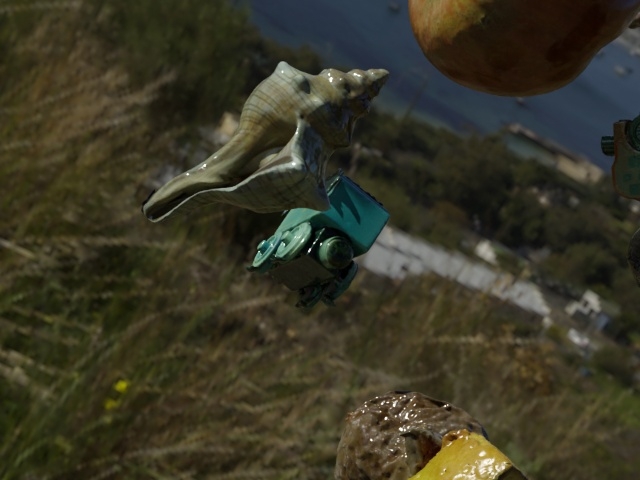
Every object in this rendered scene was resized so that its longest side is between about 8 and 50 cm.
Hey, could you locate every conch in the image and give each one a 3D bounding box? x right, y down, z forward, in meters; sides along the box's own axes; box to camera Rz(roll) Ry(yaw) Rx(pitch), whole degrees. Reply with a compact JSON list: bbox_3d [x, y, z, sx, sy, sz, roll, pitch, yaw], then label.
[{"bbox_3d":[-0.028,-0.074,1.184,0.114,0.234,0.137,44,-14,-34],"label":"conch"}]

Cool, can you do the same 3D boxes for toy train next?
[{"bbox_3d":[0.000,0.000,1.788,0.112,0.163,0.203,40,-22,-14],"label":"toy train"},{"bbox_3d":[0.390,-0.091,1.381,0.188,0.099,0.072,-5,3,30],"label":"toy train"}]

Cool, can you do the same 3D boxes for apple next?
[{"bbox_3d":[0.244,-0.299,1.460,0.250,0.309,0.277,21,-9,-24],"label":"apple"}]

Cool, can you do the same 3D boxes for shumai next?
[{"bbox_3d":[0.123,0.286,1.659,0.205,0.166,0.175,-1,8,-4],"label":"shumai"}]

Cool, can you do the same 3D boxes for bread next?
[{"bbox_3d":[0.165,0.303,1.471,0.260,0.160,0.147,44,3,-46],"label":"bread"}]

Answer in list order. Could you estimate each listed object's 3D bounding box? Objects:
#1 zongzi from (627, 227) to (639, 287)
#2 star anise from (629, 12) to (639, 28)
[{"bbox_3d":[0.489,0.065,1.649,0.242,0.112,0.221,44,19,13],"label":"zongzi"},{"bbox_3d":[0.639,-0.346,1.793,0.315,0.139,0.359,-14,3,-31],"label":"star anise"}]
